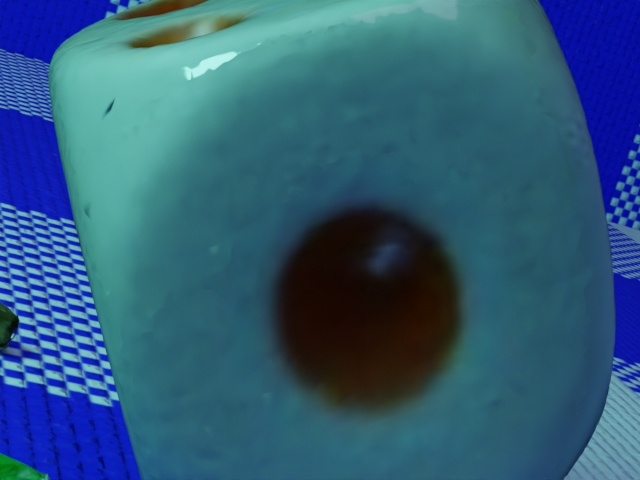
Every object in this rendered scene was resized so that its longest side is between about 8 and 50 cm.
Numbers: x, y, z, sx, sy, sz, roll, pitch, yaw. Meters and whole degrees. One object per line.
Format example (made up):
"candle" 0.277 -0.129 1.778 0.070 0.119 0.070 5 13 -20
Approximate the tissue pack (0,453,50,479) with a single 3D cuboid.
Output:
"tissue pack" -0.219 0.121 0.592 0.209 0.148 0.156 20 14 8

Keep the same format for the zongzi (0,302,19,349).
"zongzi" -0.266 0.055 1.120 0.076 0.040 0.083 23 -7 -14

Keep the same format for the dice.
"dice" 0.000 0.000 0.888 0.277 0.304 0.304 -16 17 -5
